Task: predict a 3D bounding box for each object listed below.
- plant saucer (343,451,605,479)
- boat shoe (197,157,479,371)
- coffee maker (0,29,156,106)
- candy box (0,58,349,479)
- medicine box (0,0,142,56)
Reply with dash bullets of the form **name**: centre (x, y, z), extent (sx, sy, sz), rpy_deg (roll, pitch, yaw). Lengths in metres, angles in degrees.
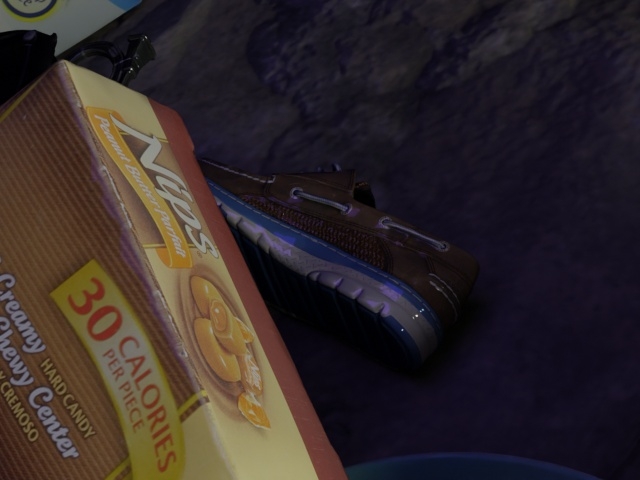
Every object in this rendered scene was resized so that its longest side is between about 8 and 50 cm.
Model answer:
- **plant saucer**: centre (0.023, 0.216, 0.520), extent (0.318, 0.043, 0.317), rpy_deg (-16, 42, 15)
- **boat shoe**: centre (0.000, 0.000, 0.739), extent (0.183, 0.066, 0.066), rpy_deg (31, 63, 34)
- **coffee maker**: centre (-0.128, 0.001, 0.714), extent (0.171, 0.178, 0.120), rpy_deg (6, 53, 36)
- **candy box**: centre (-0.162, 0.097, 0.598), extent (0.316, 0.087, 0.183), rpy_deg (-35, 65, 19)
- **medicine box**: centre (-0.279, -0.276, 1.009), extent (0.149, 0.263, 0.289), rpy_deg (-34, 41, -5)
